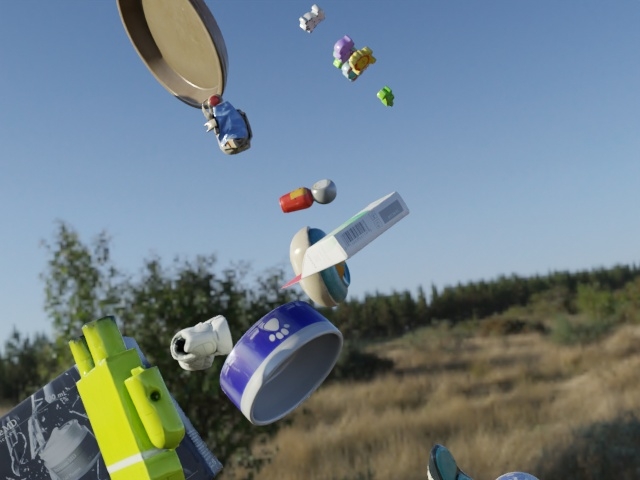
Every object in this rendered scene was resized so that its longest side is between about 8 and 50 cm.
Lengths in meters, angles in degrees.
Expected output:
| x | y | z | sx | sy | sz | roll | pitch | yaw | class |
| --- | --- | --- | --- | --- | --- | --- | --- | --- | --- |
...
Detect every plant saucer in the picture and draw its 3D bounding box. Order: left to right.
| x | y | z | sx | sy | sz | roll | pitch | yaw | class |
| --- | --- | --- | --- | --- | --- | --- | --- | --- | --- |
| -0.247 | -0.352 | 1.617 | 0.041 | 0.278 | 0.278 | -38 | 10 | -26 | plant saucer |

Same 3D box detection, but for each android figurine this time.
| x | y | z | sx | sy | sz | roll | pitch | yaw | class |
| --- | --- | --- | --- | --- | --- | --- | --- | --- | --- |
| -0.233 | 0.232 | 1.173 | 0.056 | 0.272 | 0.248 | -20 | -10 | -31 | android figurine |

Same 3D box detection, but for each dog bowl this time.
| x | y | z | sx | sy | sz | roll | pitch | yaw | class |
| --- | --- | --- | --- | --- | --- | --- | --- | --- | --- |
| -0.081 | 0.258 | 2.010 | 0.265 | 0.104 | 0.265 | -36 | -28 | -23 | dog bowl |

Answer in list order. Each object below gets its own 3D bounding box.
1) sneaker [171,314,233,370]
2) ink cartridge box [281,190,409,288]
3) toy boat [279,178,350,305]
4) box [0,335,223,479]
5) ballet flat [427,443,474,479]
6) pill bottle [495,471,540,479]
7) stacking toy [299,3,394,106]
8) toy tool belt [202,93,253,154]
| x | y | z | sx | sy | sz | roll | pitch | yaw | class |
| --- | --- | --- | --- | --- | --- | --- | --- | --- | --- |
| -0.303 | 0.249 | 2.244 | 0.118 | 0.110 | 0.292 | -12 | -14 | -26 | sneaker |
| 0.031 | 0.000 | 1.729 | 0.181 | 0.056 | 0.225 | -36 | 8 | -37 | ink cartridge box |
| 0.000 | 0.000 | 2.374 | 0.148 | 0.318 | 0.267 | -18 | -22 | 7 | toy boat |
| -0.411 | 0.399 | 1.746 | 0.343 | 0.312 | 0.179 | -36 | -6 | -5 | box |
| 0.254 | 0.481 | 1.927 | 0.068 | 0.072 | 0.213 | -10 | -43 | 35 | ballet flat |
| 0.309 | 0.428 | 1.471 | 0.112 | 0.112 | 0.187 | -6 | -4 | 9 | pill bottle |
| 0.055 | -0.354 | 1.879 | 0.052 | 0.167 | 0.221 | -44 | -26 | 0 | stacking toy |
| -0.116 | -0.146 | 1.160 | 0.052 | 0.083 | 0.051 | -27 | -6 | 1 | toy tool belt |
